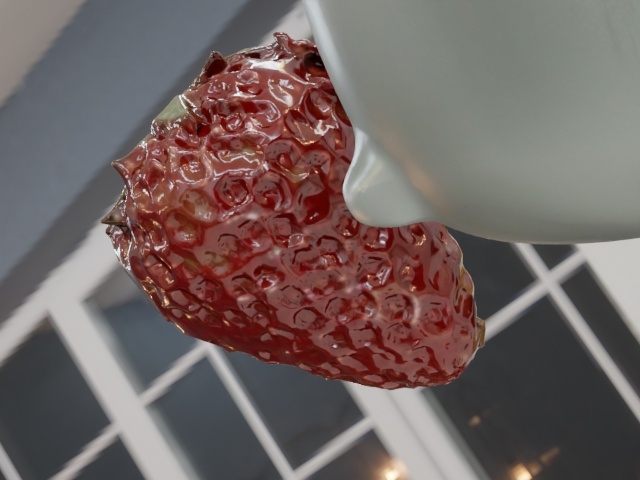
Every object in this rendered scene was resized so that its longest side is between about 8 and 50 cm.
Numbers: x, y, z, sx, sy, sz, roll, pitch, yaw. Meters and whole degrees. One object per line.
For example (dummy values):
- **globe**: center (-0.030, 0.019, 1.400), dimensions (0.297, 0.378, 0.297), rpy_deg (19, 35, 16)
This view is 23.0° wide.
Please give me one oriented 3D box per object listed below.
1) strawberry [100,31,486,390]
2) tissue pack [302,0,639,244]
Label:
- **strawberry**: center (0.000, 0.000, 0.998), dimensions (0.205, 0.244, 0.205), rpy_deg (-52, -8, -11)
- **tissue pack**: center (0.097, -0.137, 0.610), dimensions (0.236, 0.229, 0.333), rpy_deg (-22, 16, 9)
